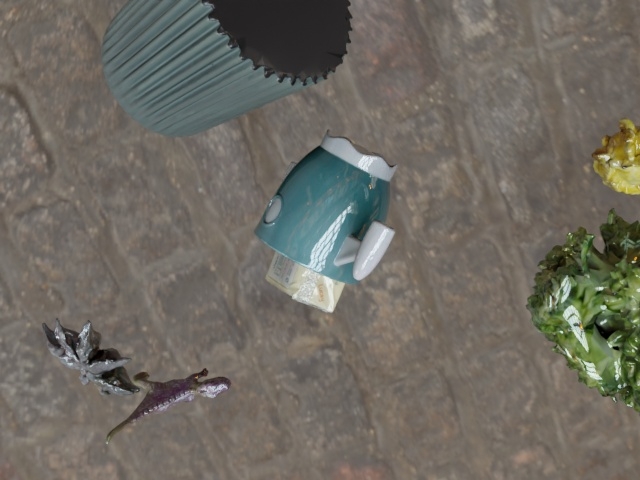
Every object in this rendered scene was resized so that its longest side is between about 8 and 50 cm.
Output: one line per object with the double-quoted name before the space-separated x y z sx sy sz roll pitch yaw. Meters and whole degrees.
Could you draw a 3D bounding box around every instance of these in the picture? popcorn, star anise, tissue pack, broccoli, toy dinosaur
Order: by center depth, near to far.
"popcorn" 0.311 -0.082 1.027 0.083 0.057 0.082 8 151 -3
"broccoli" 0.446 0.083 1.176 0.277 0.338 0.317 -27 166 -34
"tissue pack" 0.000 0.000 1.608 0.092 0.148 0.196 23 91 -22
"star anise" -0.403 0.206 1.803 0.204 0.061 0.180 44 141 -7
"toy dinosaur" -0.301 0.294 1.917 0.251 0.200 0.072 -9 97 -24

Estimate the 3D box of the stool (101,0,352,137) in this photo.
"stool" -0.164 -0.332 1.651 0.297 0.297 0.330 39 144 -25

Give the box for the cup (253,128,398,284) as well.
"cup" 0.020 -0.051 1.405 0.167 0.300 0.173 23 98 -31
